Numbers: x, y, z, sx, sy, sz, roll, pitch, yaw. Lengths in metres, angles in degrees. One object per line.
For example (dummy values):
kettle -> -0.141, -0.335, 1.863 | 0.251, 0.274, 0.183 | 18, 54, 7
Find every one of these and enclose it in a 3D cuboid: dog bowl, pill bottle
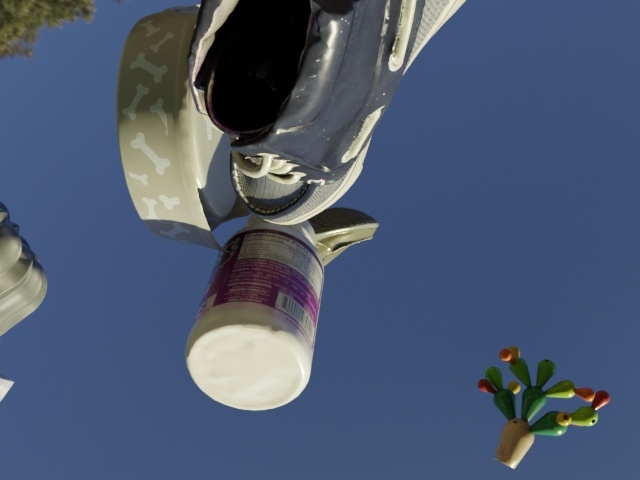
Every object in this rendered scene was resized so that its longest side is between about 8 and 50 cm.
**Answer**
dog bowl -> -0.176, -0.155, 0.924 | 0.102, 0.349, 0.349 | -2, -107, 7
pill bottle -> -0.082, 0.081, 0.966 | 0.169, 0.169, 0.302 | -15, -149, 16

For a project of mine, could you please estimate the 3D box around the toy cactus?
toy cactus -> 0.328, 0.269, 1.046 | 0.219, 0.112, 0.181 | 18, -103, 47

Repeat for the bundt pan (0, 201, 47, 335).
bundt pan -> -0.562, -0.005, 1.090 | 0.124, 0.331, 0.331 | -30, -117, -20

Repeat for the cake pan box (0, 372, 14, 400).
cake pan box -> -0.664, 0.311, 1.110 | 0.070, 0.267, 0.246 | 28, -108, 7

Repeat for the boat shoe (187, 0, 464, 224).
boat shoe -> -0.032, -0.091, 0.450 | 0.127, 0.340, 0.158 | 45, -126, 9

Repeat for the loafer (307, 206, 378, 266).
loafer -> 0.000, 0.000, 1.303 | 0.251, 0.088, 0.094 | -13, -149, -25
